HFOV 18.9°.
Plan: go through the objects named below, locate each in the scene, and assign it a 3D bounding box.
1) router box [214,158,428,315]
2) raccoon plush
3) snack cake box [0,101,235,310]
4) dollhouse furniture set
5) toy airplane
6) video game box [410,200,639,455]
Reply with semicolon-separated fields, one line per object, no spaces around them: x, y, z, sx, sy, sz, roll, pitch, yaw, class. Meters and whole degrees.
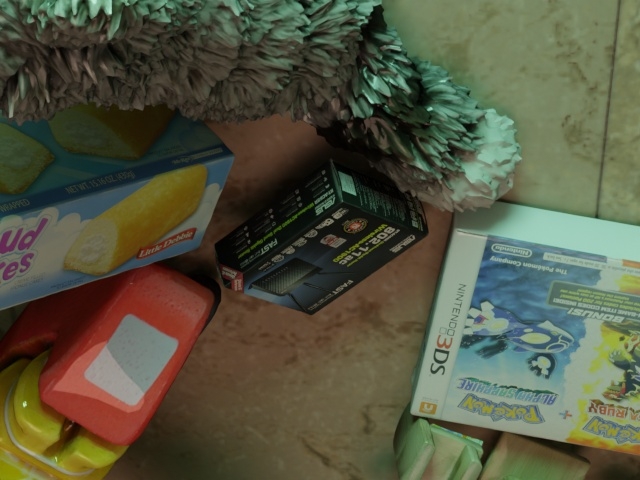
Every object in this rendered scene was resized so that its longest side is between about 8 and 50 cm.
0.000;0.000;1.343;0.122;0.038;0.092;-35;144;31;router box
-0.038;-0.106;1.116;0.446;0.299;0.216;30;127;-16;raccoon plush
-0.206;-0.041;1.198;0.152;0.264;0.089;47;133;25;snack cake box
0.124;0.254;1.522;0.212;0.161;0.242;22;106;-10;dollhouse furniture set
-0.243;0.178;1.395;0.386;0.272;0.384;-2;129;9;toy airplane
0.179;0.067;1.390;0.205;0.048;0.187;10;132;0;video game box
